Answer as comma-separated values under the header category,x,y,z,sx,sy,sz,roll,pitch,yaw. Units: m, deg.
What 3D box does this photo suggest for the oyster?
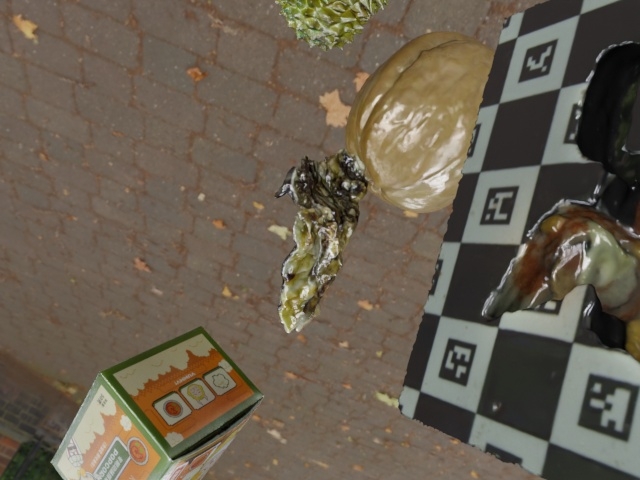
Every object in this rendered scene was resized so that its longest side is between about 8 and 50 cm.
category,x,y,z,sx,sy,sz,roll,pitch,yaw
oyster,0.000,0.000,0.759,0.083,0.214,0.223,10,108,14

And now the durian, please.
category,x,y,z,sx,sy,sz,roll,pitch,yaw
durian,0.022,-0.319,0.816,0.186,0.108,0.119,3,-175,-24

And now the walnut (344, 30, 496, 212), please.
category,x,y,z,sx,sy,sz,roll,pitch,yaw
walnut,0.185,-0.203,0.994,0.252,0.313,0.277,40,171,2

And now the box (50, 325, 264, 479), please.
category,x,y,z,sx,sy,sz,roll,pitch,yaw
box,-0.207,0.248,0.771,0.148,0.177,0.195,44,119,15

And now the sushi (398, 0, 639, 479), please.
category,x,y,z,sx,sy,sz,roll,pitch,yaw
sushi,0.218,-0.018,0.371,0.064,0.359,0.343,20,171,-27
